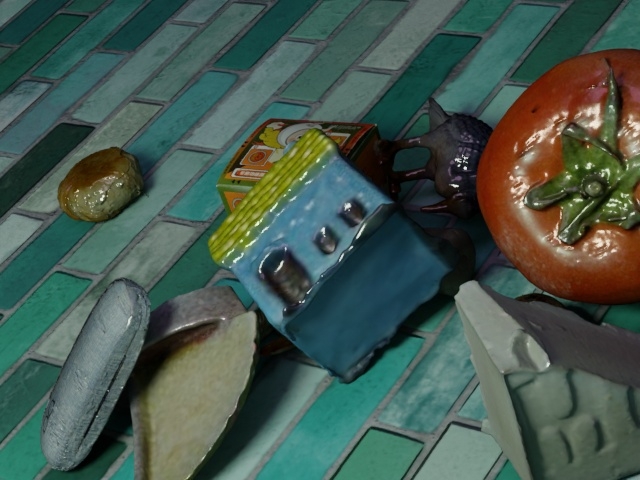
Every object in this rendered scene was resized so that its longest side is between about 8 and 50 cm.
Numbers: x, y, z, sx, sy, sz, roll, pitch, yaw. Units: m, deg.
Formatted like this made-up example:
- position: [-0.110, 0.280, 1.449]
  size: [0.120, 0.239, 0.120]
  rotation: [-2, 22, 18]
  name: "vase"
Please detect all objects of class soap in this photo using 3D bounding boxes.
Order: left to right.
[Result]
- position: [0.329, 0.141, 1.812]
  size: [0.302, 0.258, 0.159]
  rotation: [-21, 34, -3]
  name: "soap"

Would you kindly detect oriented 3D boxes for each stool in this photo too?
- position: [0.155, 0.027, 2.186]
  size: [0.110, 0.096, 0.096]
  rotation: [5, 42, 36]
  name: "stool"

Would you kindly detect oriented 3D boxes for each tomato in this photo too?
- position: [0.376, -0.087, 2.041]
  size: [0.341, 0.341, 0.273]
  rotation: [-3, 11, 22]
  name: "tomato"

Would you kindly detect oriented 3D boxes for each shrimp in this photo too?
- position: [-0.078, 0.138, 2.206]
  size: [0.162, 0.045, 0.095]
  rotation: [-34, 60, -26]
  name: "shrimp"

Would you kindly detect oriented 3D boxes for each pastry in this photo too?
- position: [-0.363, -0.091, 2.596]
  size: [0.153, 0.081, 0.153]
  rotation: [-13, 40, 11]
  name: "pastry"

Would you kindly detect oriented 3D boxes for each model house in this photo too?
- position: [0.000, 0.000, 2.116]
  size: [0.237, 0.215, 0.303]
  rotation: [-46, 45, 3]
  name: "model house"

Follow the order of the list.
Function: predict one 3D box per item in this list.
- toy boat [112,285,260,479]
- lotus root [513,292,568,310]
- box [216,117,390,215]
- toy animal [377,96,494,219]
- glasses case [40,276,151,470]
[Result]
- position: [-0.175, 0.195, 2.091]
  size: [0.276, 0.111, 0.293]
  rotation: [-45, 42, 6]
  name: "toy boat"
- position: [0.285, 0.125, 2.003]
  size: [0.089, 0.080, 0.179]
  rotation: [-22, 35, -1]
  name: "lotus root"
- position: [-0.019, -0.080, 2.362]
  size: [0.195, 0.148, 0.177]
  rotation: [7, 42, 32]
  name: "box"
- position: [0.187, -0.118, 2.332]
  size: [0.185, 0.122, 0.298]
  rotation: [-6, 25, 14]
  name: "toy animal"
- position: [-0.301, 0.180, 2.096]
  size: [0.067, 0.282, 0.109]
  rotation: [15, 22, -32]
  name: "glasses case"
